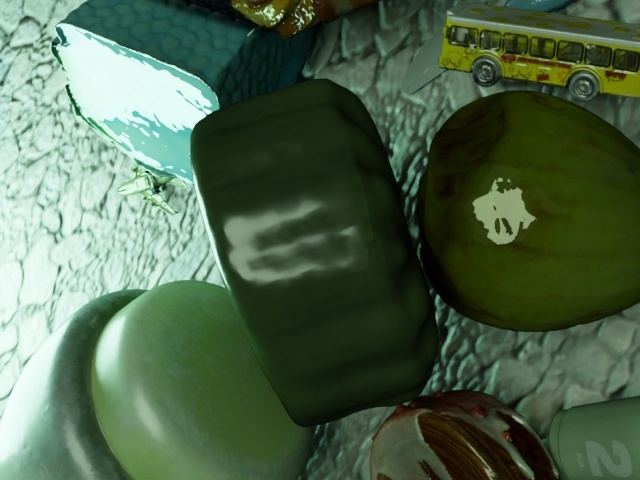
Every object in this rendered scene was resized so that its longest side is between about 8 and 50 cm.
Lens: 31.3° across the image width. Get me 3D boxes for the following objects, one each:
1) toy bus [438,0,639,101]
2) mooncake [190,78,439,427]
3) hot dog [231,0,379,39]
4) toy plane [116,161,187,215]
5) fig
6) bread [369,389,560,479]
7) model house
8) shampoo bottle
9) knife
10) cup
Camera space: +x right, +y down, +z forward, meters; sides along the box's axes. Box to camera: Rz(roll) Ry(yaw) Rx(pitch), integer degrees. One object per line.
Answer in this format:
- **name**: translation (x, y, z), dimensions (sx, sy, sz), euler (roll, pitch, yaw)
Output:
- **toy bus**: translation (0.238, -0.193, 1.181), dimensions (0.226, 0.081, 0.074), euler (14, 120, 24)
- **mooncake**: translation (0.000, 0.000, 1.163), dimensions (0.187, 0.351, 0.351), euler (-18, 79, 6)
- **hot dog**: translation (0.020, -0.293, 1.170), dimensions (0.261, 0.093, 0.123), euler (-22, 57, 11)
- **toy plane**: translation (-0.221, -0.076, 1.469), dimensions (0.111, 0.040, 0.102), euler (-17, 91, 26)
- **fig**: translation (0.229, -0.025, 1.121), dimensions (0.271, 0.239, 0.239), euler (9, 93, 4)
- **bread**: translation (0.143, 0.264, 1.178), dimensions (0.224, 0.142, 0.212), euler (12, 115, 46)
- **model house**: translation (-0.146, -0.226, 1.373), dimensions (0.261, 0.226, 0.241), euler (24, 63, 24)
- **shampoo bottle**: translation (-0.190, 0.219, 1.286), dimensions (0.317, 0.322, 0.322), euler (-38, 71, 34)
- **knife**: translation (0.181, -0.239, 1.263), dimensions (0.244, 0.032, 0.058), euler (-27, 81, 30)
- **cup**: translation (0.307, 0.201, 1.137), dimensions (0.141, 0.120, 0.120), euler (-7, 85, 41)
